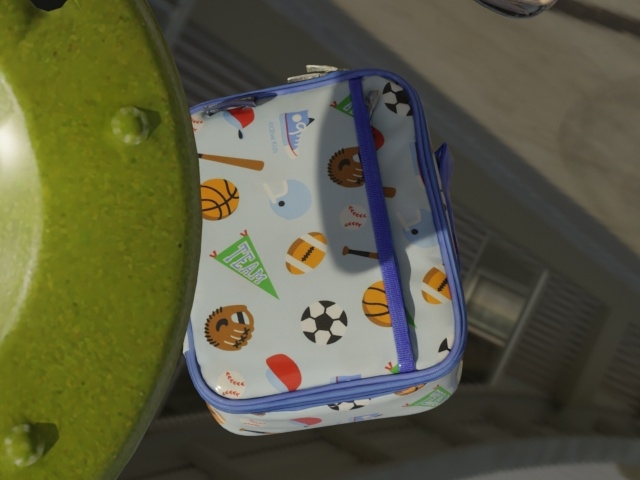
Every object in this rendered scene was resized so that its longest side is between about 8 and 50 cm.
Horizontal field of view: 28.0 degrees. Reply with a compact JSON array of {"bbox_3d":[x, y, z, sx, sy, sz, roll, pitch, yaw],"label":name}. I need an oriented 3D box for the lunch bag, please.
[{"bbox_3d":[0.000,0.000,1.057,0.243,0.303,0.115,-10,156,3],"label":"lunch bag"}]

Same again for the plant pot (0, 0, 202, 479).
[{"bbox_3d":[-0.221,-0.007,0.459,0.366,0.367,0.353,26,165,-28],"label":"plant pot"}]

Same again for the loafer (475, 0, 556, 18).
[{"bbox_3d":[0.045,-0.130,0.541,0.125,0.045,0.039,22,-170,-4],"label":"loafer"}]
